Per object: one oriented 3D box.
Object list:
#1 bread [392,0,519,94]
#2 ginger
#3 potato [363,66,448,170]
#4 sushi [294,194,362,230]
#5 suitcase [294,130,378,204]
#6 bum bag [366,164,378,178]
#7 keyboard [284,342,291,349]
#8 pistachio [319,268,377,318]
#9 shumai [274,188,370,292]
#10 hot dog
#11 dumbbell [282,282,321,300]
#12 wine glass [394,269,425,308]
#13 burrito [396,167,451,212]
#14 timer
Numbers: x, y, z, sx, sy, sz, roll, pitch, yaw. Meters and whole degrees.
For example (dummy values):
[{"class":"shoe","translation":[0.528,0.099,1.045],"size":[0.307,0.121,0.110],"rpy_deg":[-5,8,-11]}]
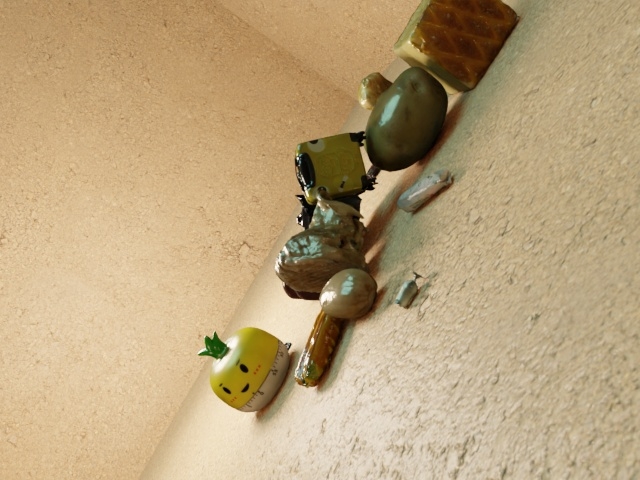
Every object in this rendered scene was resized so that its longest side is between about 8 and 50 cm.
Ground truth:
[{"class":"bread","translation":[0.415,-0.647,1.842],"size":[0.279,0.279,0.207],"rpy_deg":[-55,13,2]},{"class":"ginger","translation":[0.248,-0.481,2.064],"size":[0.122,0.363,0.348],"rpy_deg":[-1,49,37]},{"class":"potato","translation":[0.263,-0.364,1.829],"size":[0.326,0.221,0.243],"rpy_deg":[-57,9,12]},{"class":"sushi","translation":[0.041,-0.034,1.923],"size":[0.227,0.215,0.212],"rpy_deg":[-125,32,-64]},{"class":"suitcase","translation":[0.039,-0.218,1.816],"size":[0.143,0.234,0.194],"rpy_deg":[107,150,-81]},{"class":"bum bag","translation":[0.215,-0.284,2.382],"size":[0.109,0.026,0.159],"rpy_deg":[-59,5,-12]},{"class":"keyboard","translation":[-0.157,0.434,1.984],"size":[0.204,0.013,0.061],"rpy_deg":[-61,11,-18]},{"class":"pistachio","translation":[0.068,0.142,1.507],"size":[0.185,0.126,0.108],"rpy_deg":[-35,-5,38]},{"class":"shumai","translation":[0.000,0.000,1.713],"size":[0.314,0.267,0.262],"rpy_deg":[-38,42,54]},{"class":"hot dog","translation":[0.000,0.273,1.572],"size":[0.115,0.072,0.269],"rpy_deg":[-43,19,52]},{"class":"dumbbell","translation":[-0.044,0.139,1.991],"size":[0.225,0.140,0.124],"rpy_deg":[166,105,-73]},{"class":"wine glass","translation":[0.193,0.108,1.278],"size":[0.083,0.042,0.039],"rpy_deg":[-60,-28,2]},{"class":"burrito","translation":[0.272,-0.130,1.556],"size":[0.203,0.064,0.064],"rpy_deg":[-39,21,54]},{"class":"timer","translation":[-0.263,0.383,1.867],"size":[0.285,0.285,0.285],"rpy_deg":[-54,11,15]}]
